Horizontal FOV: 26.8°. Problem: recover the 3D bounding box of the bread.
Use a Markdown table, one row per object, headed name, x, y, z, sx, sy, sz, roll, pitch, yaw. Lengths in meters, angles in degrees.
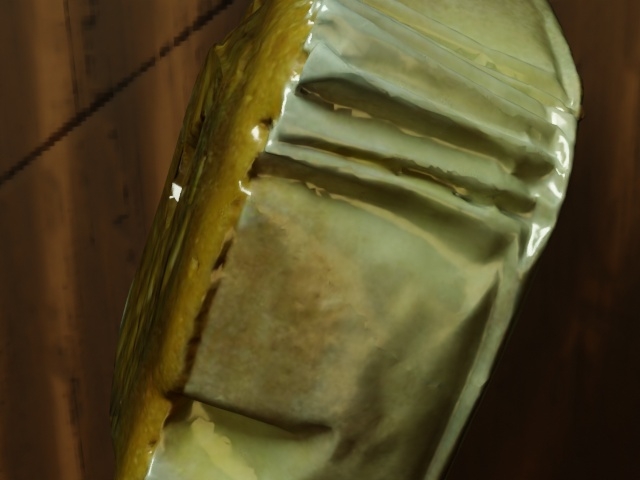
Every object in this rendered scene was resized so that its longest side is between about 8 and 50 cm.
| name | x | y | z | sx | sy | sz | roll | pitch | yaw |
| --- | --- | --- | --- | --- | --- | --- | --- | --- | --- |
| bread | -0.002 | 0.001 | 0.453 | 0.109 | 0.192 | 0.210 | 17 | 114 | -8 |
